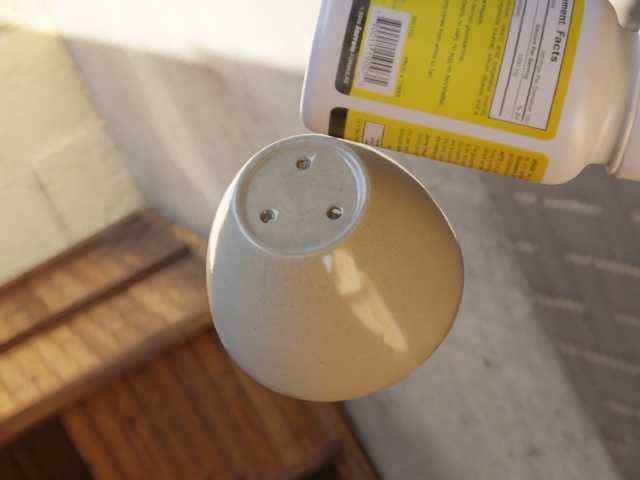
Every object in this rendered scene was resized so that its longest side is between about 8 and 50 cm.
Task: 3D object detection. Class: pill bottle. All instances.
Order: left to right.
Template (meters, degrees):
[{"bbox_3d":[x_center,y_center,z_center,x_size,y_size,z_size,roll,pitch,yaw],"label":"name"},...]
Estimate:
[{"bbox_3d":[0.161,-0.158,1.687,0.188,0.334,0.187,13,-90,-88],"label":"pill bottle"}]

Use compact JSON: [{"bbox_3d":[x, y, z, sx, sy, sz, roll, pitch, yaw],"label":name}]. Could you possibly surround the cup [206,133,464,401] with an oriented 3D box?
[{"bbox_3d":[0.000,0.000,2.226,0.331,0.331,0.237,54,172,29],"label":"cup"}]
